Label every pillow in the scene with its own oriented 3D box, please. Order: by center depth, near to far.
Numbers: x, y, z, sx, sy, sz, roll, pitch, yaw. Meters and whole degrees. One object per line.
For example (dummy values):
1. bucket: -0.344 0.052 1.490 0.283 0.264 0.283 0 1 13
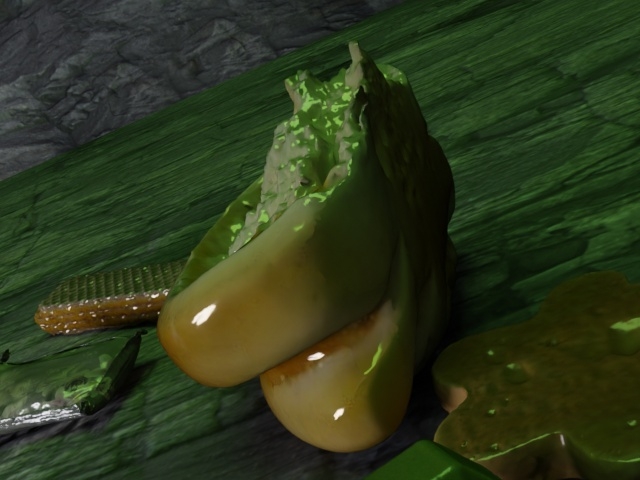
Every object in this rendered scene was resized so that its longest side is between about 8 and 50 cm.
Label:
1. pillow: -0.335 0.184 1.197 0.255 0.059 0.169 -14 23 24

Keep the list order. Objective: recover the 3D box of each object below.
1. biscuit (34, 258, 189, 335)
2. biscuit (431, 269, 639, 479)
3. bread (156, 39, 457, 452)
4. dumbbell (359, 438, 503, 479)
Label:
1. biscuit: -0.248 0.076 1.366 0.379 0.054 0.094 -9 26 37
2. biscuit: 0.253 0.093 0.753 0.355 0.052 0.275 -20 21 10
3. bread: 0.024 -0.005 0.950 0.329 0.245 0.424 -59 3 27
4. dumbbell: 0.114 0.212 0.540 0.108 0.121 0.302 -1 11 -22
